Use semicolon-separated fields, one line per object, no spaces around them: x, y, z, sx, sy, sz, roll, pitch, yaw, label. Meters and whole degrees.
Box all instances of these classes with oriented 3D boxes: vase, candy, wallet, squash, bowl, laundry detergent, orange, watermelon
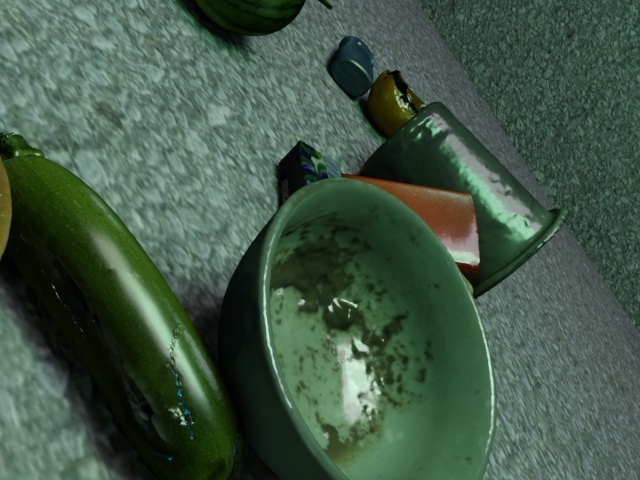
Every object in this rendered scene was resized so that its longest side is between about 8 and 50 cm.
0.231;-0.077;1.135;0.291;0.245;0.245;50;25;2;vase
0.000;0.000;0.830;0.088;0.061;0.312;34;31;-34;candy
0.123;-0.024;0.967;0.204;0.045;0.142;8;54;-10;wallet
-0.158;0.037;0.489;0.331;0.087;0.087;54;25;4;squash
0.014;0.104;0.597;0.289;0.146;0.289;26;51;-37;bowl
0.069;-0.374;1.412;0.096;0.061;0.206;36;29;-17;laundry detergent
0.153;-0.272;1.374;0.160;0.112;0.170;56;-1;29;orange
-0.095;-0.400;1.002;0.214;0.188;0.188;1;54;-29;watermelon

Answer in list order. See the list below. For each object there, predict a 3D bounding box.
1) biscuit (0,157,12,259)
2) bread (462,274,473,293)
-0.305;-0.062;0.386;0.289;0.044;0.202;51;36;5;biscuit
0.168;0.065;1.023;0.125;0.082;0.106;49;14;12;bread
